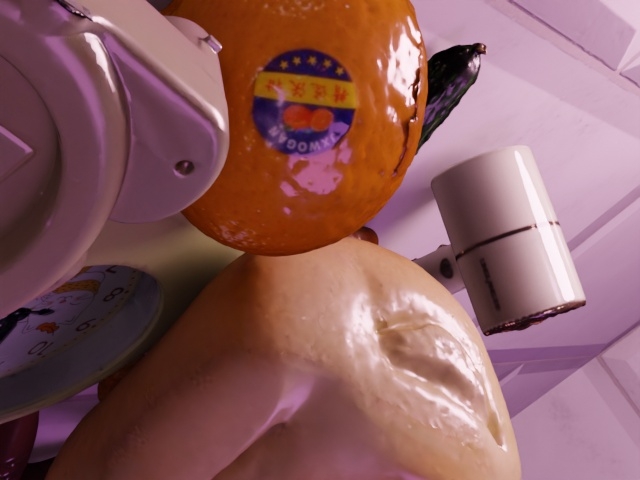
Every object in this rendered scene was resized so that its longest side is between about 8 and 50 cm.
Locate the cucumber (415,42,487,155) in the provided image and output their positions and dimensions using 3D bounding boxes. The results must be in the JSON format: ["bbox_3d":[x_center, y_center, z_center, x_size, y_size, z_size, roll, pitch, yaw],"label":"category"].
[{"bbox_3d":[0.055,-0.089,0.974,0.068,0.067,0.293,2,139,-52],"label":"cucumber"}]

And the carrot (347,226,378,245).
[{"bbox_3d":[0.000,0.000,1.114,0.190,0.037,0.037,1,140,-49],"label":"carrot"}]

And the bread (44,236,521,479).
[{"bbox_3d":[-0.022,0.183,0.873,0.348,0.253,0.376,32,123,-17],"label":"bread"}]

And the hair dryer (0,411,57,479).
[{"bbox_3d":[-0.327,0.235,1.137,0.313,0.123,0.340,-21,146,-49],"label":"hair dryer"}]

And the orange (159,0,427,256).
[{"bbox_3d":[-0.027,-0.096,0.677,0.193,0.219,0.219,7,151,0],"label":"orange"}]

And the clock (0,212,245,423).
[{"bbox_3d":[-0.249,0.041,0.793,0.348,0.117,0.286,-36,157,13],"label":"clock"}]

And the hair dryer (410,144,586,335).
[{"bbox_3d":[0.144,0.041,1.230,0.128,0.203,0.362,-8,166,-43],"label":"hair dryer"}]

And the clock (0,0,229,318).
[{"bbox_3d":[-0.235,-0.061,0.511,0.309,0.114,0.284,-34,132,20],"label":"clock"}]

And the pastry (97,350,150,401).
[{"bbox_3d":[-0.133,0.172,1.156,0.235,0.132,0.240,-23,160,-25],"label":"pastry"}]
